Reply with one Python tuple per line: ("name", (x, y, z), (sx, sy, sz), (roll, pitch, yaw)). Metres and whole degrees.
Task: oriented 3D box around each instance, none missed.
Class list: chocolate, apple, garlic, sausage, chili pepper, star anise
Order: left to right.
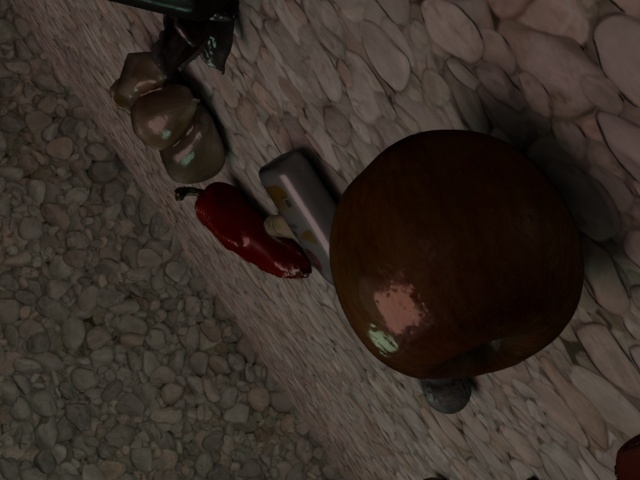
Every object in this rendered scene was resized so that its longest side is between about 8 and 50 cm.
("garlic", (-0.290, -0.228, 1.687), (0.279, 0.132, 0.325), (53, 174, -31))
("star anise", (-0.171, -0.316, 1.110), (0.282, 0.129, 0.212), (-13, 95, 71))
("chili pepper", (-0.153, -0.026, 1.759), (0.387, 0.110, 0.110), (39, 160, 33))
("chocolate", (0.167, 0.181, 1.238), (0.072, 0.072, 0.167), (38, 161, 49))
("apple", (0.113, 0.015, 0.752), (0.211, 0.211, 0.188), (82, 176, -62))
("sausage", (0.315, 0.206, 0.802), (0.076, 0.076, 0.141), (52, 166, 12))

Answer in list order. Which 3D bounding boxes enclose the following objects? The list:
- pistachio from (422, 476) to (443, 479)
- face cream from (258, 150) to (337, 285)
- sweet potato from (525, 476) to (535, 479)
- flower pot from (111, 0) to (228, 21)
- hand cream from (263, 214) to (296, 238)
("pistachio", (0.253, 0.557, 1.789), (0.108, 0.126, 0.185), (11, -168, -37))
("face cream", (0.012, 0.001, 1.326), (0.291, 0.071, 0.144), (57, 166, -13))
("sweet potato", (0.365, 0.477, 1.284), (0.112, 0.085, 0.286), (-36, 76, 43))
("flower pot", (-0.146, -0.314, 0.833), (0.166, 0.269, 0.269), (31, 163, 6))
("hand cream", (-0.061, -0.023, 1.594), (0.061, 0.039, 0.143), (61, 160, -15))
